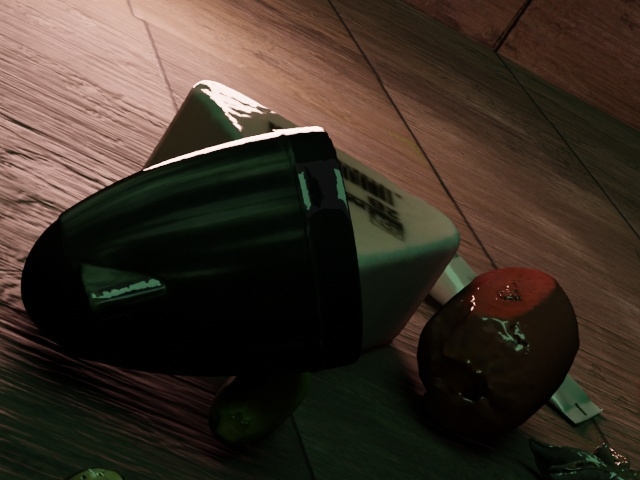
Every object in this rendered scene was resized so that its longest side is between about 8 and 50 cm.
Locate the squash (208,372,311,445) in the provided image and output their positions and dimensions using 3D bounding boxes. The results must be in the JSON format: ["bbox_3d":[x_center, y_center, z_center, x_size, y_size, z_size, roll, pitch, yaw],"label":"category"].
[{"bbox_3d":[-0.054,0.134,1.698,0.066,0.066,0.201,35,17,4],"label":"squash"}]

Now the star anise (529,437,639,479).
[{"bbox_3d":[0.291,0.257,2.001,0.182,0.065,0.195,27,22,-4],"label":"star anise"}]

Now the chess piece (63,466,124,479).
[{"bbox_3d":[-0.128,0.230,1.331,0.060,0.060,0.172,18,26,-42],"label":"chess piece"}]

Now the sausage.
[{"bbox_3d":[0.186,0.114,2.050,0.152,0.152,0.279,37,20,10],"label":"sausage"}]

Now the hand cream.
[{"bbox_3d":[0.204,0.094,2.302,0.320,0.067,0.109,44,18,16],"label":"hand cream"}]

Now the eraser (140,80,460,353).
[{"bbox_3d":[0.000,0.000,2.019,0.331,0.150,0.331,32,16,-11],"label":"eraser"}]

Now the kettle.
[{"bbox_3d":[-0.119,0.010,1.651,0.271,0.207,0.251,-9,43,-9],"label":"kettle"}]
